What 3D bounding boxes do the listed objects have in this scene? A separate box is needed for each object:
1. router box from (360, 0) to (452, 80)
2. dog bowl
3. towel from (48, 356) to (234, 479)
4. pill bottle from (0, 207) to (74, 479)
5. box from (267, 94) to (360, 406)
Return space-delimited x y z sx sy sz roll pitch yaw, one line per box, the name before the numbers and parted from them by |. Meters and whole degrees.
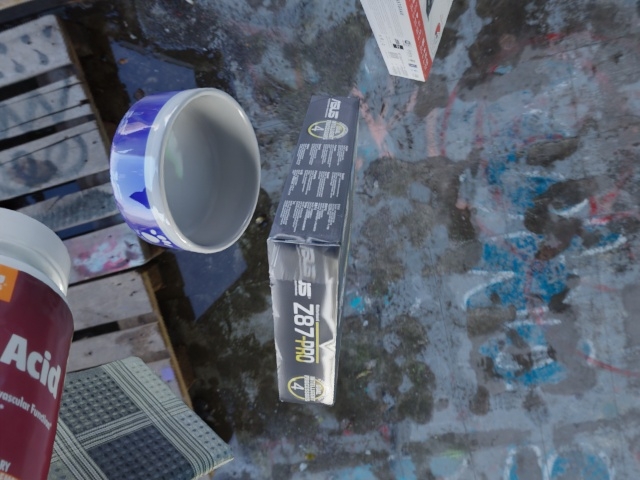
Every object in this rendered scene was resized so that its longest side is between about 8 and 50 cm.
router box | 0.179 -0.496 0.918 0.082 0.335 0.302 18 90 18
dog bowl | -0.213 -0.115 0.859 0.104 0.265 0.265 5 103 26
towel | -0.365 0.335 0.896 0.324 0.312 0.056 31 111 31
pill bottle | -0.402 0.153 0.566 0.223 0.392 0.224 -9 133 -9
box | 0.000 0.000 0.810 0.097 0.395 0.319 3 129 6
